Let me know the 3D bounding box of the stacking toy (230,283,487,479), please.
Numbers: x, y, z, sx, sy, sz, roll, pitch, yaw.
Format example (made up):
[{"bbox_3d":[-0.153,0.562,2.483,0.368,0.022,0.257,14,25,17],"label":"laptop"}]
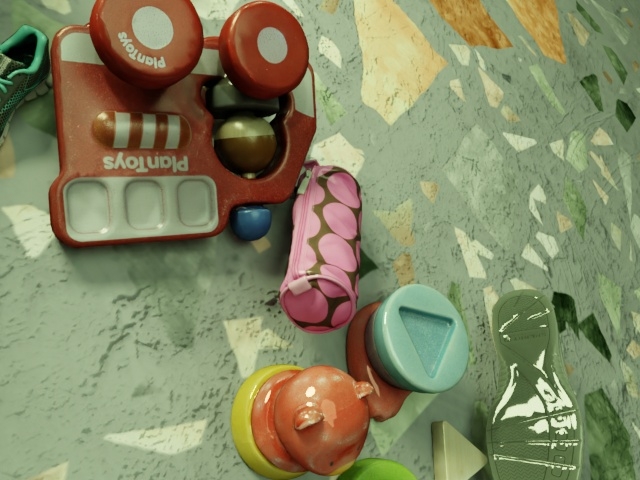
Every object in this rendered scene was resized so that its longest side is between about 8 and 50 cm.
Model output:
[{"bbox_3d":[0.094,0.206,0.581,0.309,0.130,0.280,-29,86,-39],"label":"stacking toy"}]

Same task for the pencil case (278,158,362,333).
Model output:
[{"bbox_3d":[0.000,0.000,0.617,0.209,0.095,0.098,-87,158,-45],"label":"pencil case"}]

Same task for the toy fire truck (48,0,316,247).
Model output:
[{"bbox_3d":[-0.140,-0.123,0.583,0.302,0.169,0.254,-4,95,-34],"label":"toy fire truck"}]

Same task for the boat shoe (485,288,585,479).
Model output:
[{"bbox_3d":[0.295,0.223,0.720,0.103,0.118,0.320,51,36,-41],"label":"boat shoe"}]

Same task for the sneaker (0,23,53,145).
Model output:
[{"bbox_3d":[-0.319,-0.151,0.509,0.065,0.076,0.166,29,55,-19],"label":"sneaker"}]
